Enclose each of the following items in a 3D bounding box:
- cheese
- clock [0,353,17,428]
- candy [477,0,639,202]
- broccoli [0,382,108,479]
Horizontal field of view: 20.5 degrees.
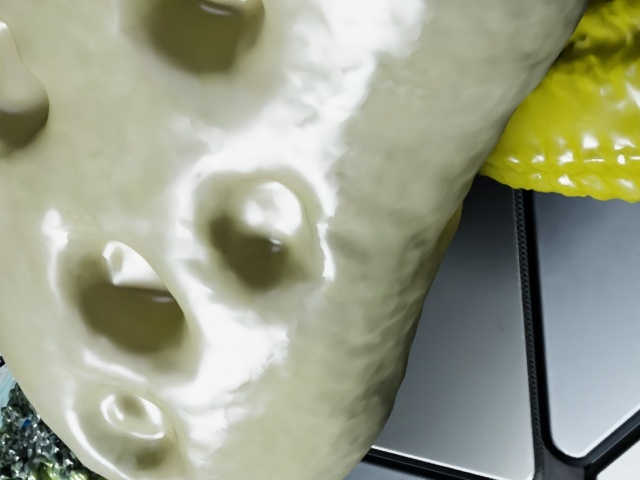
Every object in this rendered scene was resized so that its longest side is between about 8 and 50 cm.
[{"bbox_3d":[-0.018,-0.025,0.700,0.351,0.129,0.328,-1,118,38],"label":"cheese"},{"bbox_3d":[-0.253,0.063,0.989,0.116,0.231,0.262,52,134,15],"label":"clock"},{"bbox_3d":[0.113,-0.062,0.710,0.199,0.094,0.106,-3,113,48],"label":"candy"},{"bbox_3d":[-0.098,0.115,0.964,0.160,0.167,0.154,36,170,-12],"label":"broccoli"}]
